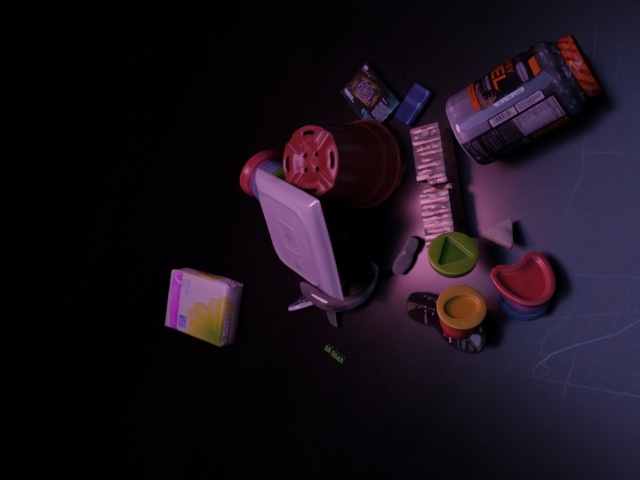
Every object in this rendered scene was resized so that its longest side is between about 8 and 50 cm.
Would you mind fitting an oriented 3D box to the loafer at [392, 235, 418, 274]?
[{"bbox_3d":[0.250,0.043,1.844,0.045,0.039,0.125,26,109,-2],"label":"loafer"}]

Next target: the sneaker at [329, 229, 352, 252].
[{"bbox_3d":[0.000,0.000,1.988,0.221,0.083,0.087,-17,74,31],"label":"sneaker"}]

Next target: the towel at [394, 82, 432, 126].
[{"bbox_3d":[0.272,-0.396,1.840,0.067,0.029,0.119,44,111,27],"label":"towel"}]

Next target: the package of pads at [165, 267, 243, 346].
[{"bbox_3d":[-0.418,0.227,2.256,0.296,0.101,0.229,13,98,33],"label":"package of pads"}]

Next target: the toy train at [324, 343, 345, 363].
[{"bbox_3d":[0.045,0.357,1.984,0.083,0.017,0.024,38,119,29],"label":"toy train"}]

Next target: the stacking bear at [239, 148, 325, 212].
[{"bbox_3d":[-0.105,-0.153,2.024,0.289,0.164,0.175,35,108,25],"label":"stacking bear"}]

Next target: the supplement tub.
[{"bbox_3d":[0.503,-0.350,1.573,0.338,0.207,0.207,-29,73,30],"label":"supplement tub"}]

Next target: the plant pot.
[{"bbox_3d":[0.049,-0.223,1.829,0.272,0.265,0.272,4,97,39],"label":"plant pot"}]

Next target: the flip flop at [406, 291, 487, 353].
[{"bbox_3d":[0.353,0.220,1.745,0.277,0.080,0.112,25,100,49],"label":"flip flop"}]

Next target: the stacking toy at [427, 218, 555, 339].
[{"bbox_3d":[0.424,0.108,1.635,0.309,0.130,0.279,-15,55,-2],"label":"stacking toy"}]

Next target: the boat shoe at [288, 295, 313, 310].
[{"bbox_3d":[-0.044,0.193,2.032,0.142,0.049,0.040,-20,80,25],"label":"boat shoe"}]

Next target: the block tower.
[{"bbox_3d":[0.330,-0.152,1.757,0.091,0.097,0.335,-10,85,34],"label":"block tower"}]

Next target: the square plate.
[{"bbox_3d":[-0.074,-0.014,1.851,0.347,0.049,0.344,32,144,50],"label":"square plate"}]

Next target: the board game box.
[{"bbox_3d":[0.154,-0.435,1.924,0.126,0.026,0.186,-45,66,25],"label":"board game box"}]

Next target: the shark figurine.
[{"bbox_3d":[0.073,0.174,1.902,0.278,0.116,0.166,-18,89,22],"label":"shark figurine"}]
